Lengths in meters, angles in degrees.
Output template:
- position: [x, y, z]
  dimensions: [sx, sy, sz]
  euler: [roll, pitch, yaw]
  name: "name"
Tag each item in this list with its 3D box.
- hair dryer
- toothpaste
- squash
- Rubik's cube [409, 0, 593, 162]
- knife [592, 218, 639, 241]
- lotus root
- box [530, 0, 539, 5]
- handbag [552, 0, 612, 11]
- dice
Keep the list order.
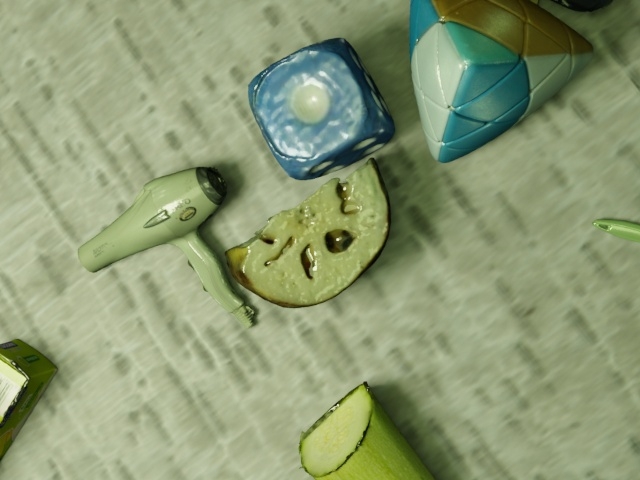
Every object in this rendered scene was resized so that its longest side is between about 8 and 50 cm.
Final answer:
- position: [-0.210, 0.024, 1.790]
  dimensions: [0.219, 0.088, 0.225]
  euler: [-8, 106, 17]
  name: "hair dryer"
- position: [-0.479, 0.284, 1.815]
  dimensions: [0.077, 0.110, 0.327]
  euler: [34, 97, 6]
  name: "toothpaste"
- position: [0.095, 0.332, 1.708]
  dimensions: [0.137, 0.137, 0.287]
  euler: [-39, 87, 9]
  name: "squash"
- position: [0.216, -0.199, 1.676]
  dimensions: [0.254, 0.254, 0.254]
  euler: [0, 92, 10]
  name: "Rubik's cube"
- position: [0.441, 0.006, 1.690]
  dimensions: [0.207, 0.014, 0.030]
  euler: [14, 93, 9]
  name: "knife"
- position: [0.000, 0.000, 1.702]
  dimensions: [0.235, 0.119, 0.138]
  euler: [-38, 99, -1]
  name: "lotus root"
- position: [0.251, -0.358, 1.709]
  dimensions: [0.073, 0.020, 0.149]
  euler: [13, 94, 10]
  name: "box"
- position: [0.265, -0.472, 1.641]
  dimensions: [0.329, 0.122, 0.303]
  euler: [29, 90, 12]
  name: "handbag"
- position: [0.001, -0.162, 1.697]
  dimensions: [0.146, 0.146, 0.143]
  euler: [-27, 85, 11]
  name: "dice"
